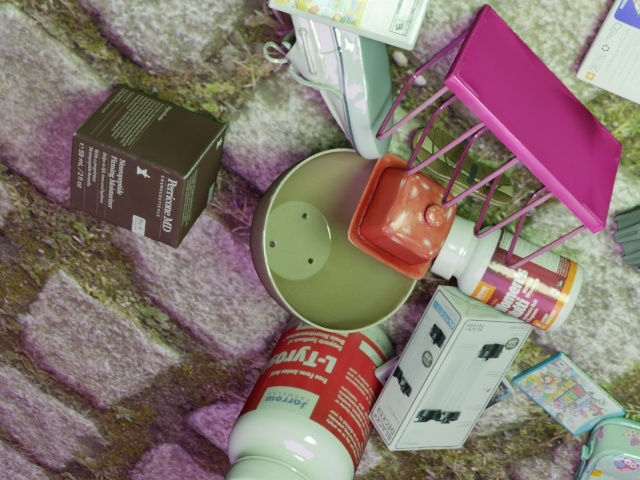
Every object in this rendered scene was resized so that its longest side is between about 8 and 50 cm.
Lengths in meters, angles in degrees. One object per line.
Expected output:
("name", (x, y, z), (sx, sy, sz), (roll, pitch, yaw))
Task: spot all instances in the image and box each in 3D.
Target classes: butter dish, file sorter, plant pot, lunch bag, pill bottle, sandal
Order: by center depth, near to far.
("file sorter", (0.248, -0.133, 1.358), (0.290, 0.202, 0.182), (43, 133, -13))
("butter dish", (0.146, -0.037, 1.469), (0.159, 0.160, 0.118), (29, 167, -24))
("sandal", (0.215, -0.105, 1.497), (0.180, 0.072, 0.049), (31, 155, -8))
("pill bottle", (0.295, 0.050, 1.542), (0.221, 0.121, 0.121), (24, 133, 4))
("plant pot", (0.000, 0.000, 1.567), (0.284, 0.284, 0.191), (49, 160, -18))
("pill bottle", (-0.025, 0.323, 1.717), (0.229, 0.408, 0.229), (12, 131, 14))
("lunch bag", (0.571, 0.443, 1.753), (0.224, 0.108, 0.279), (17, 132, 12))

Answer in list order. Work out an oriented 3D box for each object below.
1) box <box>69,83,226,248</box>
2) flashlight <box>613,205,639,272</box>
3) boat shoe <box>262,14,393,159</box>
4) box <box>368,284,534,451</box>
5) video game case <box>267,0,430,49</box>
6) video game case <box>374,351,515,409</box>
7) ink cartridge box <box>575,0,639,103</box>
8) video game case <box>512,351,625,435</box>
("box", (-0.291, -0.127, 1.630), (0.203, 0.167, 0.168), (22, 133, 7))
("flashlight", (0.565, -0.046, 1.362), (0.304, 0.103, 0.103), (-18, 144, 39))
("boat shoe", (-0.003, -0.282, 1.393), (0.156, 0.136, 0.367), (-3, 123, 25))
("box", (0.218, 0.220, 1.630), (0.169, 0.087, 0.290), (5, 121, -33))
("video game case", (0.061, -0.384, 1.256), (0.206, 0.026, 0.227), (14, 111, -13))
("video game case", (0.225, 0.253, 1.743), (0.183, 0.023, 0.201), (-33, 118, 12))
("ink cartridge box", (0.471, -0.260, 1.257), (0.208, 0.045, 0.206), (25, 133, 5))
("video game case", (0.445, 0.278, 1.736), (0.166, 0.015, 0.119), (41, 132, -11))
